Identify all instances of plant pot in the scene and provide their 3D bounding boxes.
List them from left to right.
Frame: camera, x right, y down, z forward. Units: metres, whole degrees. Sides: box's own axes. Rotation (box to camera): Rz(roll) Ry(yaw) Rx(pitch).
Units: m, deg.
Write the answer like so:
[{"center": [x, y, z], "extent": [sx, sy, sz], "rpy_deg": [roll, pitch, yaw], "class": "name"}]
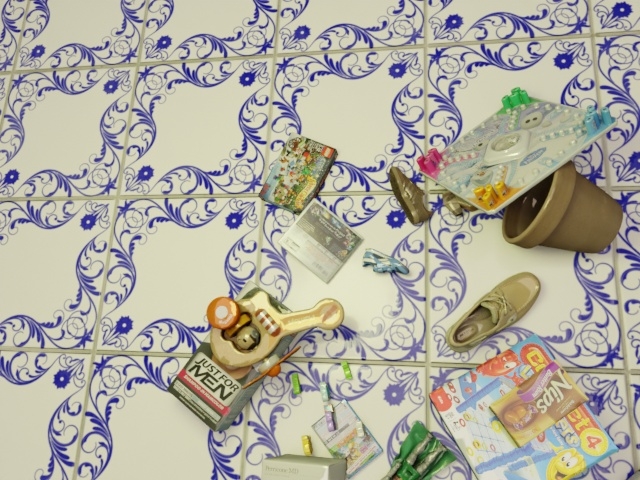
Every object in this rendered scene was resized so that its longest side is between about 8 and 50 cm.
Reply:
[{"center": [0.642, -0.072, 1.437], "extent": [0.229, 0.263, 0.263], "rpy_deg": [22, 79, -4], "class": "plant pot"}]

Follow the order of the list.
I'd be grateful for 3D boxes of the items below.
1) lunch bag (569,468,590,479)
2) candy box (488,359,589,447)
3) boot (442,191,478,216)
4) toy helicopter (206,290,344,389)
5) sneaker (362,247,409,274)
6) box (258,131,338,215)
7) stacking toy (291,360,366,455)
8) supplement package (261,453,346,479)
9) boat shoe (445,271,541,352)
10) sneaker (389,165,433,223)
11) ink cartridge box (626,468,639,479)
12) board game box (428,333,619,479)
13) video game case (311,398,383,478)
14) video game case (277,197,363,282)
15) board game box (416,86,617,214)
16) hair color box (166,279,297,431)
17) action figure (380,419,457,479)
[{"center": [0.554, 0.482, 1.350], "extent": [0.176, 0.090, 0.219], "rpy_deg": [-12, 68, 9], "class": "lunch bag"}, {"center": [0.491, 0.369, 1.237], "extent": [0.187, 0.053, 0.109], "rpy_deg": [-34, 65, -1], "class": "candy box"}, {"center": [0.414, -0.122, 1.580], "extent": [0.118, 0.042, 0.087], "rpy_deg": [-19, 64, -3], "class": "boot"}, {"center": [-0.107, 0.238, 1.405], "extent": [0.355, 0.140, 0.235], "rpy_deg": [-14, 75, 2], "class": "toy helicopter"}, {"center": [0.184, 0.072, 1.559], "extent": [0.144, 0.053, 0.059], "rpy_deg": [22, 78, 24], "class": "sneaker"}, {"center": [-0.068, -0.203, 1.686], "extent": [0.159, 0.044, 0.233], "rpy_deg": [23, 80, 16], "class": "box"}, {"center": [0.017, 0.443, 1.466], "extent": [0.167, 0.052, 0.221], "rpy_deg": [-17, 62, 6], "class": "stacking toy"}, {"center": [-0.046, 0.693, 1.349], "extent": [0.178, 0.175, 0.292], "rpy_deg": [-2, 73, 17], "class": "supplement package"}, {"center": [0.463, 0.187, 1.449], "extent": [0.302, 0.098, 0.109], "rpy_deg": [-36, 71, -1], "class": "boat shoe"}, {"center": [0.264, -0.138, 1.607], "extent": [0.071, 0.066, 0.188], "rpy_deg": [-19, 76, -13], "class": "sneaker"}, {"center": [0.822, 0.573, 1.294], "extent": [0.181, 0.061, 0.104], "rpy_deg": [-40, 72, -2], "class": "ink cartridge box"}, {"center": [0.465, 0.430, 1.295], "extent": [0.302, 0.086, 0.308], "rpy_deg": [-30, 65, 0], "class": "board game box"}, {"center": [0.071, 0.530, 1.467], "extent": [0.119, 0.015, 0.166], "rpy_deg": [-38, 71, -3], "class": "video game case"}, {"center": [0.000, 0.000, 1.606], "extent": [0.190, 0.022, 0.173], "rpy_deg": [39, 84, 4], "class": "video game case"}, {"center": [0.496, -0.262, 1.468], "extent": [0.390, 0.050, 0.390], "rpy_deg": [-36, 29, -1], "class": "board game box"}, {"center": [-0.230, 0.320, 1.530], "extent": [0.185, 0.113, 0.374], "rpy_deg": [34, 82, 17], "class": "hair color box"}, {"center": [0.223, 0.597, 1.399], "extent": [0.137, 0.063, 0.232], "rpy_deg": [41, 88, 15], "class": "action figure"}]
